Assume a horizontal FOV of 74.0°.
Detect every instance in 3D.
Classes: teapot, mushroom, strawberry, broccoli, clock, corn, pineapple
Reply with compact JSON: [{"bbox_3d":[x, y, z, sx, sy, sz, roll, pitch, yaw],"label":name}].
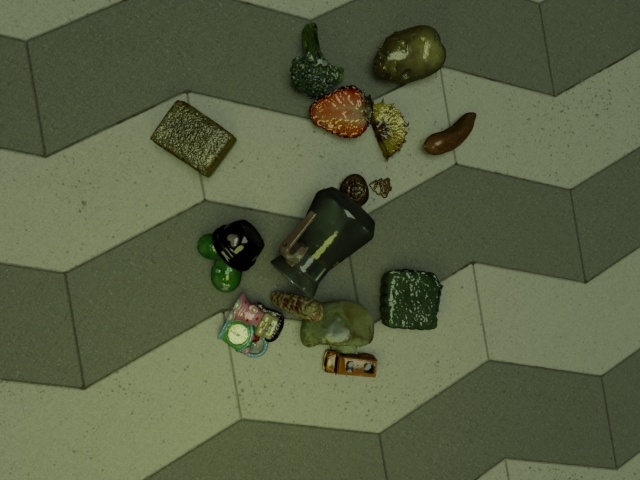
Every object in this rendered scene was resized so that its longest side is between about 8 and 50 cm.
[{"bbox_3d":[0.000,0.000,1.472,0.253,0.300,0.344,37,87,31],"label":"teapot"},{"bbox_3d":[0.062,0.299,1.510,0.266,0.164,0.190,7,75,6],"label":"mushroom"},{"bbox_3d":[0.129,-0.186,1.593,0.109,0.085,0.126,-25,87,-9],"label":"mushroom"},{"bbox_3d":[0.080,-0.484,1.590,0.236,0.111,0.191,3,113,8],"label":"strawberry"},{"bbox_3d":[0.001,-0.665,1.562,0.198,0.177,0.275,16,73,-4],"label":"broccoli"},{"bbox_3d":[-0.242,0.311,1.509,0.195,0.100,0.194,27,88,-6],"label":"clock"},{"bbox_3d":[-0.087,0.226,1.485,0.079,0.236,0.080,-11,104,-49],"label":"corn"},{"bbox_3d":[0.277,-0.433,1.631,0.134,0.079,0.234,-18,92,-12],"label":"pineapple"}]

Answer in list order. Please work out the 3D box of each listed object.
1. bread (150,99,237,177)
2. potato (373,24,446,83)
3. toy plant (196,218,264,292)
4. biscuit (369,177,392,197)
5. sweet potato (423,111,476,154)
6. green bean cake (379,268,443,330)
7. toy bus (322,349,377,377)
[{"bbox_3d":[-0.440,-0.355,1.489,0.234,0.110,0.184,34,86,-5],"label":"bread"},{"bbox_3d":[0.336,-0.704,1.620,0.295,0.141,0.192,-20,108,-11],"label":"potato"},{"bbox_3d":[-0.314,0.048,1.477,0.235,0.175,0.218,-35,87,18],"label":"toy plant"},{"bbox_3d":[0.234,-0.210,1.648,0.092,0.016,0.082,14,86,-11],"label":"biscuit"},{"bbox_3d":[0.523,-0.414,1.673,0.291,0.097,0.098,-33,94,-17],"label":"sweet potato"},{"bbox_3d":[0.339,0.219,1.601,0.222,0.125,0.228,5,86,-8],"label":"green bean cake"},{"bbox_3d":[0.109,0.457,1.569,0.194,0.088,0.084,7,86,-9],"label":"toy bus"}]
